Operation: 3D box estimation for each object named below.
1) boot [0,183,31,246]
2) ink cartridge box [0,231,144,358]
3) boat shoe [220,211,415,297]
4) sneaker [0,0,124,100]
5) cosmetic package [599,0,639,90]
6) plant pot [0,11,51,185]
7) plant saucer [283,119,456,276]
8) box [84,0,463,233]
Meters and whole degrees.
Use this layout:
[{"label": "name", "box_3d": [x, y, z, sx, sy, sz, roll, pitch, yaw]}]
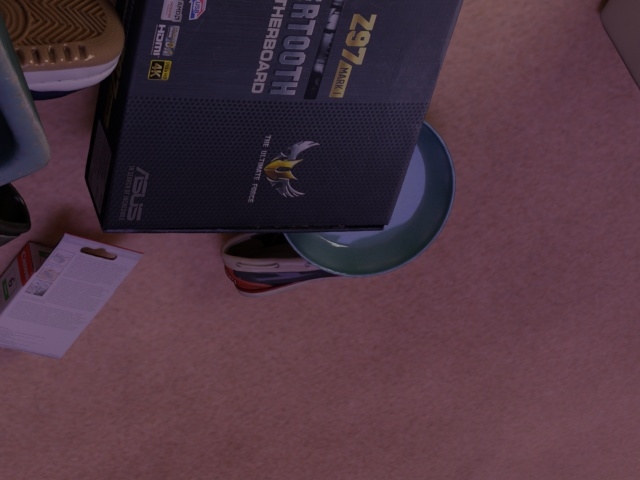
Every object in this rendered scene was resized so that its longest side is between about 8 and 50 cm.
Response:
[{"label": "boot", "box_3d": [-0.227, 0.020, 0.876, 0.161, 0.083, 0.246, -28, 173, 8]}, {"label": "ink cartridge box", "box_3d": [-0.173, 0.029, 1.023, 0.063, 0.029, 0.115, 17, 129, -36]}, {"label": "boat shoe", "box_3d": [0.000, 0.000, 1.048, 0.137, 0.049, 0.043, -17, 140, 5]}, {"label": "sneaker", "box_3d": [-0.250, -0.074, 0.809, 0.282, 0.099, 0.153, -1, 140, -20]}, {"label": "cosmetic package", "box_3d": [0.430, -0.095, 0.967, 0.453, 0.230, 0.161, 3, 136, -27]}, {"label": "plant pot", "box_3d": [-0.264, -0.155, 0.564, 0.247, 0.252, 0.248, -15, 154, -4]}, {"label": "plant saucer", "box_3d": [0.027, -0.035, 1.006, 0.119, 0.021, 0.119, -4, 112, -11]}, {"label": "box", "box_3d": [-0.024, -0.108, 0.871, 0.183, 0.059, 0.233, -1, 130, -23]}]
